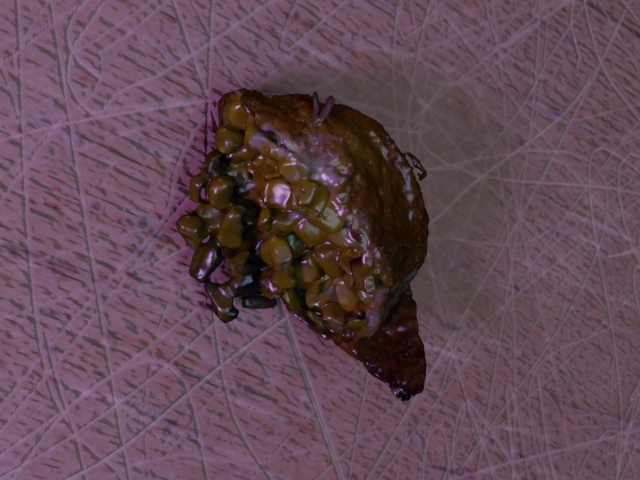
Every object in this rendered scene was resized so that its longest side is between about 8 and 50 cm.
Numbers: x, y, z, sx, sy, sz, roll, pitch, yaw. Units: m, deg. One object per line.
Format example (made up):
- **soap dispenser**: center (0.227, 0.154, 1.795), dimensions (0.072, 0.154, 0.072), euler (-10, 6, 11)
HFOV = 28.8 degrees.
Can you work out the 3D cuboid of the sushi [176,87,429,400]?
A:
- **sushi**: center (-0.003, -0.003, 1.117), dimensions (0.179, 0.167, 0.296), euler (-50, 132, -39)
